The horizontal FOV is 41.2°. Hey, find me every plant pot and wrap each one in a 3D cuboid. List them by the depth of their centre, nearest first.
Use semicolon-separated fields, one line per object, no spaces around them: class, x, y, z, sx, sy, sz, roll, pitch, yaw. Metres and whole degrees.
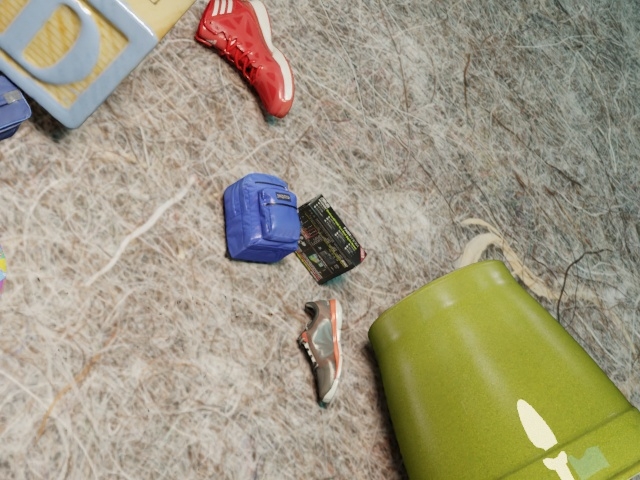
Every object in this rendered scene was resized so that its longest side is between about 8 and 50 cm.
plant pot;0.251;0.231;1.255;0.367;0.366;0.352;-9;64;-43

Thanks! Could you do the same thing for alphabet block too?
alphabet block;-0.300;-0.294;1.078;0.193;0.192;0.197;44;30;-18

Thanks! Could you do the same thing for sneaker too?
sneaker;-0.004;0.161;1.253;0.065;0.061;0.157;6;62;-9
sneaker;-0.130;-0.287;1.344;0.128;0.087;0.221;-5;61;-33

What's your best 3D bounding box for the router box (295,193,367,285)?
router box;0.000;0.000;1.295;0.122;0.092;0.038;53;45;-8

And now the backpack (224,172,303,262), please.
backpack;-0.080;-0.040;1.242;0.098;0.101;0.120;12;59;-44

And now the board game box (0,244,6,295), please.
board game box;-0.431;0.023;0.955;0.169;0.033;0.133;-32;92;-44

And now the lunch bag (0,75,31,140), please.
lunch bag;-0.410;-0.157;1.036;0.098;0.065;0.067;-36;94;-45
